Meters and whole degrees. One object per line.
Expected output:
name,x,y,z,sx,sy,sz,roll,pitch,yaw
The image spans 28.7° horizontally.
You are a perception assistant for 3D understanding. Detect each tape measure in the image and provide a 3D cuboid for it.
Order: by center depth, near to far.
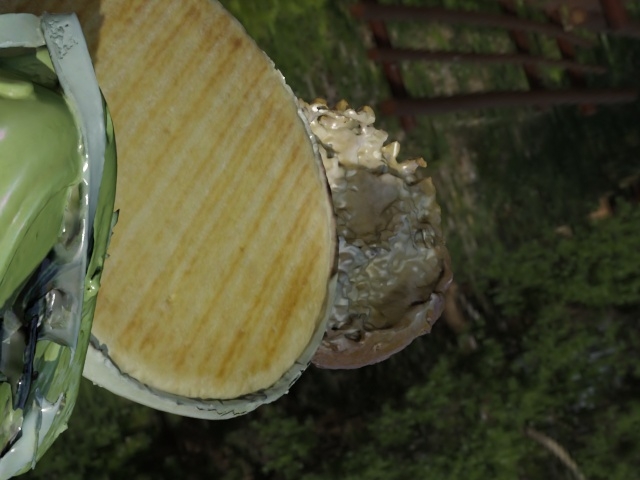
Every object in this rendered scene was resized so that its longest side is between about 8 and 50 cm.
tape measure,-0.121,0.015,0.409,0.088,0.177,0.154,18,-154,8

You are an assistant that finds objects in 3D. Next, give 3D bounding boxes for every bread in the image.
bread,-0.087,-0.030,0.682,0.040,0.266,0.267,-21,176,37
bread,0.000,0.000,1.236,0.274,0.274,0.149,-16,172,-29
